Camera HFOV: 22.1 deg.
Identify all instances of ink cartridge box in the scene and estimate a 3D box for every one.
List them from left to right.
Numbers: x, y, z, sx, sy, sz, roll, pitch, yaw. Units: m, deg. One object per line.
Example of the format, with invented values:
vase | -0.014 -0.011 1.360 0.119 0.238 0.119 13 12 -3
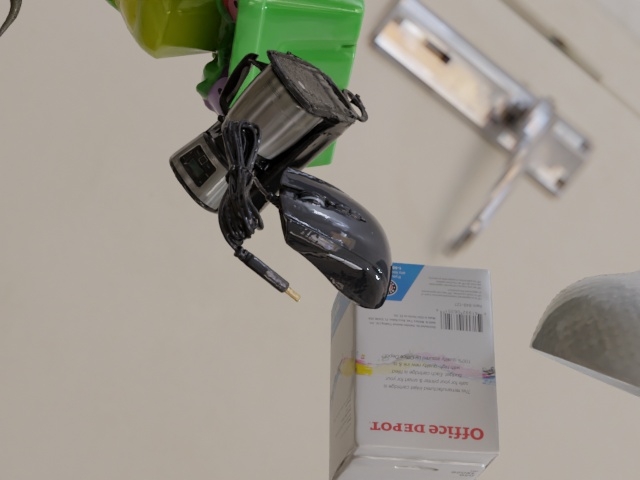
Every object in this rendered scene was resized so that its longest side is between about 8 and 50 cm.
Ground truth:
ink cartridge box | 0.105 0.166 1.940 0.168 0.171 0.233 113 -20 -63

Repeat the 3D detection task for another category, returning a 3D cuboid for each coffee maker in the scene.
coffee maker | -0.054 -0.105 1.812 0.178 0.171 0.120 -42 -136 20

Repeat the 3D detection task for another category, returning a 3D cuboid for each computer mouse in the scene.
computer mouse | 0.000 0.000 1.617 0.060 0.262 0.184 -29 -146 27

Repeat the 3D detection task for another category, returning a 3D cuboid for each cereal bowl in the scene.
cereal bowl | 0.415 0.121 1.830 0.141 0.339 0.339 -67 -163 -3

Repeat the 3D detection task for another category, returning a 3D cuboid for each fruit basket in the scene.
fruit basket | -0.137 -0.291 2.202 0.392 0.392 0.283 -40 -147 38

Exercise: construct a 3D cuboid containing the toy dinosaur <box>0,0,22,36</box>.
toy dinosaur | -0.354 -0.370 1.673 0.160 0.121 0.314 -79 180 -81
